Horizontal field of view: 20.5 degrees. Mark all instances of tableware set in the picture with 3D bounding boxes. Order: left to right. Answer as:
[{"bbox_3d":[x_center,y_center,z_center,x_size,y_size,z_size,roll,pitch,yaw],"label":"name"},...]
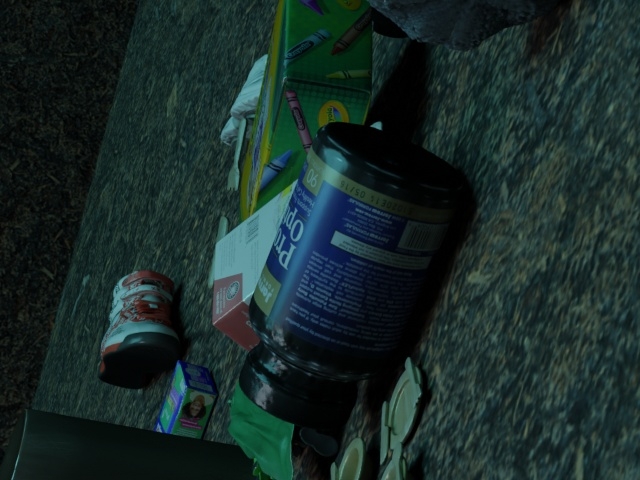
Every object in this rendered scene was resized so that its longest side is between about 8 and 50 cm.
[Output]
[{"bbox_3d":[-0.049,-0.033,1.844,0.128,0.039,0.194,8,87,51],"label":"tableware set"},{"bbox_3d":[0.040,0.178,1.306,0.141,0.020,0.169,-89,22,-49],"label":"tableware set"}]

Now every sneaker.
[{"bbox_3d":[-0.232,0.101,2.311,0.270,0.090,0.145,138,144,-69],"label":"sneaker"},{"bbox_3d":[-0.049,-0.167,1.942,0.232,0.090,0.115,155,135,-70],"label":"sneaker"}]

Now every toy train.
[{"bbox_3d":[-0.051,0.207,1.614,0.083,0.023,0.017,-98,29,-60],"label":"toy train"}]

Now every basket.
[{"bbox_3d":[-0.190,0.250,1.681,0.204,0.226,0.154,122,160,-44],"label":"basket"}]

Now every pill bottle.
[{"bbox_3d":[0.017,0.030,1.361,0.123,0.122,0.219,-109,39,-68],"label":"pill bottle"}]

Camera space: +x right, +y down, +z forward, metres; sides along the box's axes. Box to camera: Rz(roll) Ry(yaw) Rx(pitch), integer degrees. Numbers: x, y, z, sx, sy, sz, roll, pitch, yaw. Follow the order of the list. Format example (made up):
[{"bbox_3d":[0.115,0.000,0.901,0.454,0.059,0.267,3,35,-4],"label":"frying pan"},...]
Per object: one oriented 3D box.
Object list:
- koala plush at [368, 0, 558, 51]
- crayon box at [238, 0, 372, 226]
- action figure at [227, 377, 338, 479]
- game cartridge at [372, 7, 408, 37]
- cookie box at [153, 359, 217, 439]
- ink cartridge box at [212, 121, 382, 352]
[{"bbox_3d":[0.106,-0.275,1.271,0.203,0.196,0.221,108,166,-48],"label":"koala plush"},{"bbox_3d":[-0.017,-0.092,1.620,0.165,0.081,0.278,-89,10,-45],"label":"crayon box"},{"bbox_3d":[-0.038,0.146,1.554,0.232,0.063,0.137,178,108,-71],"label":"action figure"},{"bbox_3d":[0.124,-0.305,1.506,0.294,0.060,0.196,148,134,-69],"label":"game cartridge"},{"bbox_3d":[-0.156,0.202,1.993,0.092,0.040,0.107,-125,53,-72],"label":"cookie box"},{"bbox_3d":[0.000,0.000,1.499,0.198,0.067,0.115,-37,30,25],"label":"ink cartridge box"}]
